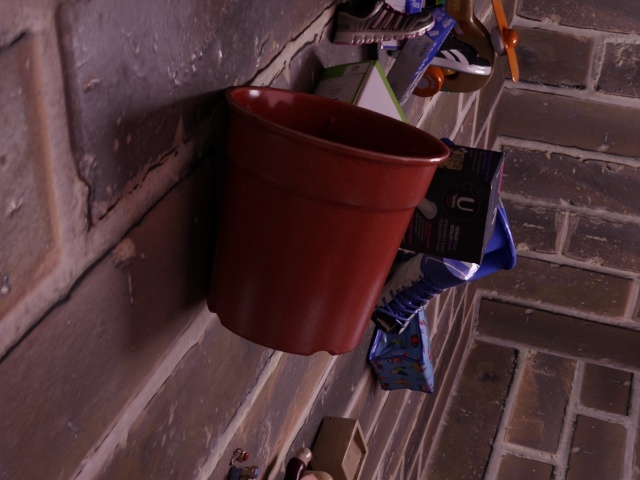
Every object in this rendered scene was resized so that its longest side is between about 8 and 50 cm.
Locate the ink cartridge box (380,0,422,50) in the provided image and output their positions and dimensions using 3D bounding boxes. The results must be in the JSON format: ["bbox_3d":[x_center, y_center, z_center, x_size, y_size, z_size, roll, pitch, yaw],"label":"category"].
[{"bbox_3d":[0.133,-0.488,1.690,0.303,0.072,0.307,-32,134,-71],"label":"ink cartridge box"}]

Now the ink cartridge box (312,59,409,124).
[{"bbox_3d":[0.044,-0.117,1.473,0.189,0.097,0.255,58,42,-39],"label":"ink cartridge box"}]

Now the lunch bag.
[{"bbox_3d":[0.215,0.200,2.409,0.221,0.138,0.293,67,28,-60],"label":"lunch bag"}]

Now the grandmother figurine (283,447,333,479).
[{"bbox_3d":[-0.048,0.460,1.677,0.342,0.104,0.208,26,67,-77],"label":"grandmother figurine"}]

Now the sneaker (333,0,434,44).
[{"bbox_3d":[0.099,-0.351,1.531,0.063,0.170,0.075,-141,-137,-68],"label":"sneaker"}]

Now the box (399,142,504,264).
[{"bbox_3d":[0.178,-0.082,1.755,0.143,0.270,0.165,-54,152,-56],"label":"box"}]

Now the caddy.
[{"bbox_3d":[0.312,-0.068,2.173,0.341,0.179,0.241,61,-8,29],"label":"caddy"}]

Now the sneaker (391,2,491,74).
[{"bbox_3d":[0.250,-0.398,1.920,0.079,0.216,0.121,-147,-113,-66],"label":"sneaker"}]

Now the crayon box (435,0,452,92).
[{"bbox_3d":[0.298,-0.489,2.211,0.165,0.081,0.279,-62,159,-67],"label":"crayon box"}]

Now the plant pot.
[{"bbox_3d":[-0.013,-0.021,1.185,0.272,0.272,0.265,-36,144,-68],"label":"plant pot"}]

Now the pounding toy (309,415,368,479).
[{"bbox_3d":[0.026,0.448,1.969,0.141,0.100,0.130,72,31,-41],"label":"pounding toy"}]

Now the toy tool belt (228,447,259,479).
[{"bbox_3d":[-0.109,0.357,1.461,0.052,0.051,0.083,33,69,-74],"label":"toy tool belt"}]

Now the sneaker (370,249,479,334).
[{"bbox_3d":[0.194,0.111,2.061,0.182,0.127,0.315,-62,-161,-19],"label":"sneaker"}]

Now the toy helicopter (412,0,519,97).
[{"bbox_3d":[0.297,-0.444,1.983,0.355,0.235,0.140,84,23,-47],"label":"toy helicopter"}]

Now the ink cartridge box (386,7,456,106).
[{"bbox_3d":[0.163,-0.314,1.771,0.097,0.046,0.207,-47,172,-43],"label":"ink cartridge box"}]
